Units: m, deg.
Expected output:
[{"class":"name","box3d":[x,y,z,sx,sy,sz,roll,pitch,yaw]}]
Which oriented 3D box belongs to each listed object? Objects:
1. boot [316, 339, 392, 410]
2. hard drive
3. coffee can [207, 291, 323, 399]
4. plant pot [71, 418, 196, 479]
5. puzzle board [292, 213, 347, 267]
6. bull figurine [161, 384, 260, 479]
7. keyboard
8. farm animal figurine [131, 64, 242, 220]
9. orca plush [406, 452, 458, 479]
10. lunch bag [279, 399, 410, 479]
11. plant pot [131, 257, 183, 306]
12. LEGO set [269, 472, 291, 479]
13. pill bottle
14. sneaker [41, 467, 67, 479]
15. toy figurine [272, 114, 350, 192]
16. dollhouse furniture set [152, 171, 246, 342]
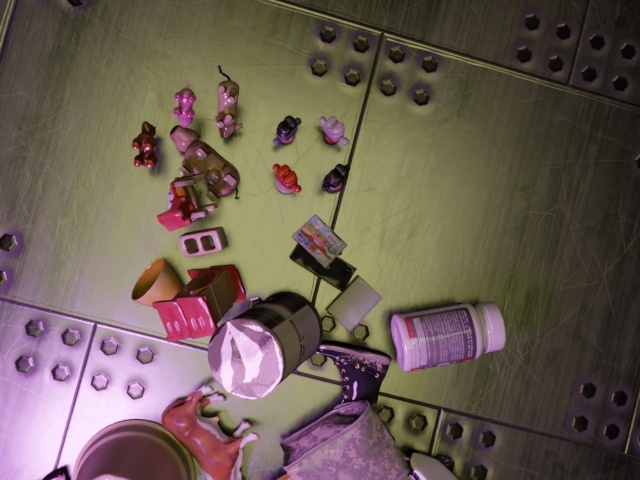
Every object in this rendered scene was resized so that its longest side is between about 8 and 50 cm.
[{"class":"boot","box3d":[0.067,0.377,1.817,0.236,0.085,0.179,12,91,-4]},{"class":"hard drive","box3d":[0.095,0.177,1.852,0.094,0.022,0.135,44,85,-3]},{"class":"coffee can","box3d":[-0.132,0.259,1.673,0.201,0.275,0.202,3,100,19]},{"class":"plant pot","box3d":[-0.496,0.653,1.647,0.333,0.305,0.334,0,89,-5]},{"class":"puzzle board","box3d":[0.000,0.000,1.834,0.128,0.011,0.096,44,70,2]},{"class":"bull figurine","box3d":[-0.283,0.539,1.773,0.188,0.101,0.310,-44,95,-8]},{"class":"keyboard","box3d":[0.014,0.053,1.845,0.180,0.023,0.108,32,76,-5]},{"class":"farm animal figurine","box3d":[-0.314,-0.251,1.752,0.330,0.172,0.327,-26,110,8]},{"class":"orca plush","box3d":[0.347,0.700,1.853,0.287,0.102,0.151,24,42,-14]},{"class":"lunch bag","box3d":[0.070,0.584,1.760,0.287,0.169,0.235,-31,102,-1]},{"class":"plant pot","box3d":[-0.426,0.129,1.762,0.095,0.134,0.134,41,85,-28]},{"class":"LEGO set","box3d":[-0.101,0.784,1.695,0.192,0.331,0.255,-29,112,-3]},{"class":"pill bottle","box3d":[0.349,0.258,1.805,0.283,0.161,0.161,-9,90,-5]},{"class":"sneaker","box3d":[-0.749,0.685,1.743,0.178,0.072,0.077,-26,102,0]},{"class":"toy figurine","box3d":[-0.026,-0.232,1.795,0.212,0.148,0.210,-3,83,-3]},{"class":"dollhouse furniture set","box3d":[-0.338,0.041,1.661,0.152,0.201,0.374,-10,107,22]}]
